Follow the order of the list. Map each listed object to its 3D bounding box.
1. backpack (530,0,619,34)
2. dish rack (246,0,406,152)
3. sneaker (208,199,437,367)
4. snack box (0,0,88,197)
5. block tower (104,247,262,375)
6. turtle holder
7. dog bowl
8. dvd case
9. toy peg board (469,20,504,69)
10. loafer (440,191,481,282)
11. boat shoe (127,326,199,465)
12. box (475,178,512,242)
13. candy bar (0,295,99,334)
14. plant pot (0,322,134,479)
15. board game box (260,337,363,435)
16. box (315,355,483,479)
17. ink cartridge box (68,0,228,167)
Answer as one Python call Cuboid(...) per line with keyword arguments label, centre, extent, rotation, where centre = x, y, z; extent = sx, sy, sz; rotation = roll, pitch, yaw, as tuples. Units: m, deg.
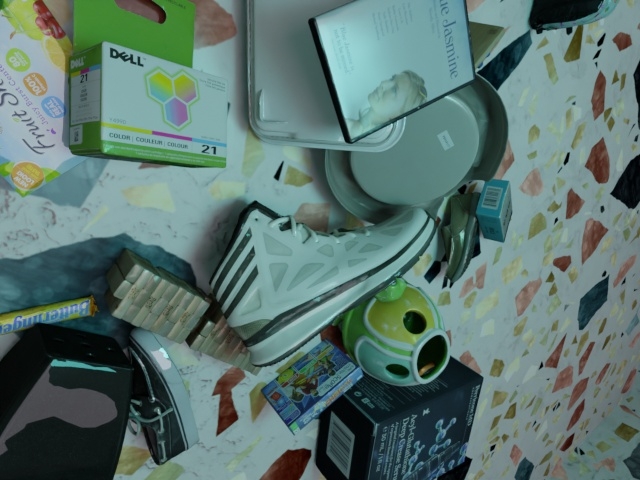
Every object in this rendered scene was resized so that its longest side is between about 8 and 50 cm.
Cuboid(label="backpack", centre=(0.626, -0.597, 1.058), extent=(0.115, 0.182, 0.152), rotation=(-19, 117, -28))
Cuboid(label="dish rack", centre=(0.006, -0.310, 0.687), extent=(0.285, 0.072, 0.334), rotation=(6, 111, 10))
Cuboid(label="sneaker", centre=(0.000, 0.000, 0.798), extent=(0.447, 0.169, 0.258), rotation=(-34, 94, -18))
Cuboid(label="snack box", centre=(-0.389, -0.191, 0.566), extent=(0.174, 0.070, 0.207), rotation=(-39, 125, -19))
Cuboid(label="block tower", centre=(-0.230, 0.141, 0.797), extent=(0.335, 0.097, 0.091), rotation=(39, 84, -37))
Cuboid(label="turtle holder", centre=(0.186, 0.192, 1.024), extent=(0.243, 0.227, 0.321), rotation=(-9, 113, -32))
Cuboid(label="dog bowl", centre=(0.178, -0.190, 0.853), extent=(0.347, 0.102, 0.349), rotation=(-2, 131, -3))
Cuboid(label="dvd case", centre=(0.120, -0.277, 0.642), extent=(0.252, 0.022, 0.181), rotation=(-29, 120, -14))
Cuboid(label="toy peg board", centre=(0.277, -0.380, 0.920), extent=(0.161, 0.160, 0.079), rotation=(-51, 144, -8))
Cuboid(label="loafer", centre=(0.373, -0.011, 1.173), extent=(0.094, 0.087, 0.252), rotation=(-4, 107, -61))
Cuboid(label="boat shoe", centre=(-0.310, 0.292, 0.786), extent=(0.104, 0.113, 0.307), rotation=(-29, 134, -35))
Cuboid(label="box", centre=(0.473, -0.076, 1.165), extent=(0.244, 0.060, 0.101), rotation=(33, 74, -61))
Cuboid(label="candy bar", centre=(-0.442, 0.120, 0.684), extent=(0.161, 0.018, 0.040), rotation=(-10, 113, -32))
Cuboid(label="plant pot", centre=(-0.394, 0.236, 0.660), extent=(0.188, 0.187, 0.167), rotation=(29, 85, -41))
Cuboid(label="board game box", centre=(-0.020, 0.327, 0.989), extent=(0.201, 0.136, 0.035), rotation=(-34, 124, -20))
Cuboid(label="box", centre=(0.212, 0.491, 1.171), extent=(0.394, 0.211, 0.294), rotation=(-7, 111, -34))
Cuboid(label="ink cartridge box", centre=(-0.228, -0.236, 0.592), extent=(0.188, 0.096, 0.256), rotation=(-3, 99, -50))
